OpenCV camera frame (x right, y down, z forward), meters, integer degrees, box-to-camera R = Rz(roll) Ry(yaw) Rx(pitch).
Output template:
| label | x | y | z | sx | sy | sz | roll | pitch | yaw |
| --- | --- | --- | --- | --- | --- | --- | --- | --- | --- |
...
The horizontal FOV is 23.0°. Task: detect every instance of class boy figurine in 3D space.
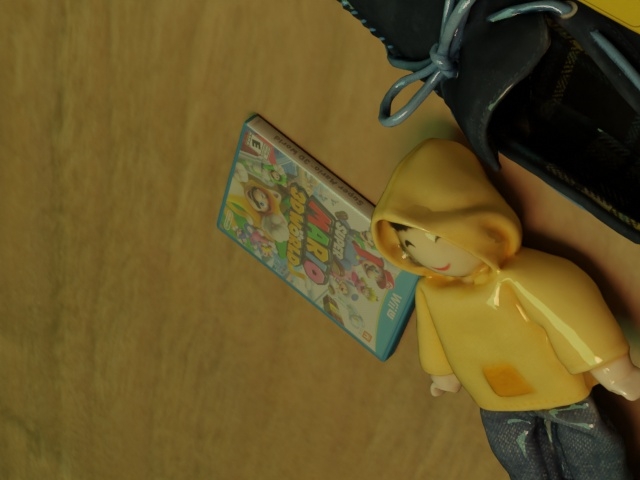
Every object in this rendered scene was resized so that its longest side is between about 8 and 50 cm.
| label | x | y | z | sx | sy | sz | roll | pitch | yaw |
| --- | --- | --- | --- | --- | --- | --- | --- | --- | --- |
| boy figurine | 0.124 | 0.069 | 0.988 | 0.177 | 0.092 | 0.285 | 2 | 125 | 48 |

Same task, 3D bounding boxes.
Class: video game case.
| label | x | y | z | sx | sy | sz | roll | pitch | yaw |
| --- | --- | --- | --- | --- | --- | --- | --- | --- | --- |
| video game case | 0.000 | 0.000 | 1.119 | 0.166 | 0.015 | 0.119 | 38 | 141 | 16 |

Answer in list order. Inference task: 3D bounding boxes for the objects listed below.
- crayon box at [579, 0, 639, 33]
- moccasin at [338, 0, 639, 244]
| label | x | y | z | sx | sy | sz | roll | pitch | yaw |
| --- | --- | --- | --- | --- | --- | --- | --- | --- | --- |
| crayon box | 0.213 | -0.181 | 0.603 | 0.202 | 0.081 | 0.318 | 28 | 152 | -3 |
| moccasin | 0.119 | -0.096 | 0.828 | 0.342 | 0.117 | 0.138 | 32 | 139 | 24 |
